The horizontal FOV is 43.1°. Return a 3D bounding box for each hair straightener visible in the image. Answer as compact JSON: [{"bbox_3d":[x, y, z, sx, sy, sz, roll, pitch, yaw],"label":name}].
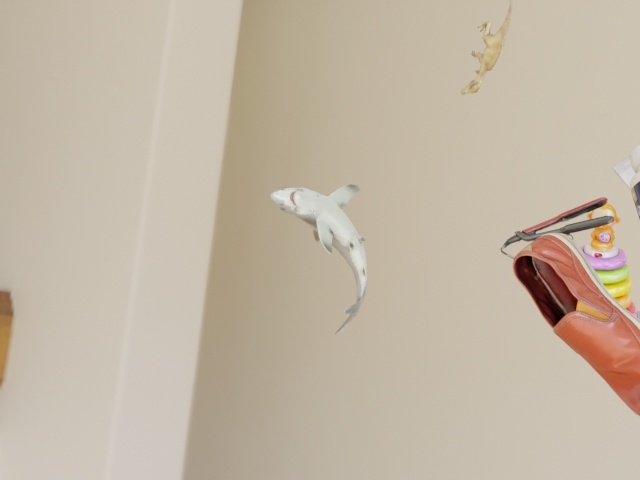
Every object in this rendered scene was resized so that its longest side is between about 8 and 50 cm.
[{"bbox_3d":[0.477,-0.007,1.628,0.231,0.089,0.047,-20,-21,13],"label":"hair straightener"}]

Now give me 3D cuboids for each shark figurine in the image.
[{"bbox_3d":[0.023,0.014,1.463,0.166,0.278,0.116,-31,4,-35],"label":"shark figurine"}]

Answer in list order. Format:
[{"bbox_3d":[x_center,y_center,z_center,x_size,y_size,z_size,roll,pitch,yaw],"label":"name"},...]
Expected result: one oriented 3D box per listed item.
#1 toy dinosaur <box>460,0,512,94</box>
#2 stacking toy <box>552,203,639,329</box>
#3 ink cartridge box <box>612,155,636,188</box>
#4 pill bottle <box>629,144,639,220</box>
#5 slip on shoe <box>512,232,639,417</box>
[{"bbox_3d":[0.286,-0.321,1.326,0.053,0.183,0.092,16,36,-9],"label":"toy dinosaur"},{"bbox_3d":[0.596,0.063,1.721,0.175,0.301,0.166,11,28,31],"label":"stacking toy"},{"bbox_3d":[0.762,-0.132,1.560,0.296,0.261,0.066,-35,-49,14],"label":"ink cartridge box"},{"bbox_3d":[0.496,-0.057,1.148,0.094,0.169,0.094,-6,-25,-3],"label":"pill bottle"},{"bbox_3d":[0.405,0.131,1.226,0.101,0.331,0.123,-14,-31,-28],"label":"slip on shoe"}]
